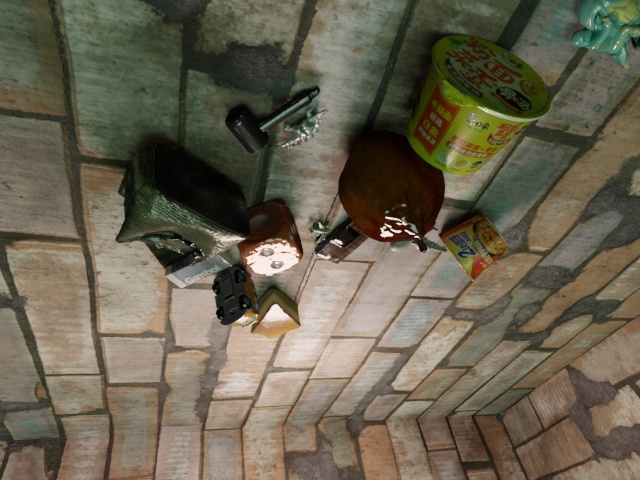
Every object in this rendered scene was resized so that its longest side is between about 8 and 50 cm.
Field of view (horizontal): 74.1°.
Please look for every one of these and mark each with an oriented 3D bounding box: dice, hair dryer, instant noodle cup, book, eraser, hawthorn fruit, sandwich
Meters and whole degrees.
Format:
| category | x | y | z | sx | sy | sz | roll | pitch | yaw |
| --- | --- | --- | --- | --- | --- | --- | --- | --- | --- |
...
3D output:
| category | x | y | z | sx | sy | sz | roll | pitch | yaw |
| --- | --- | --- | --- | --- | --- | --- | --- | --- | --- |
| dice | -0.160 | -0.002 | 1.341 | 0.175 | 0.173 | 0.179 | -18 | 137 | 4 |
| hair dryer | -0.115 | -0.328 | 1.081 | 0.248 | 0.070 | 0.114 | -29 | 136 | 13 |
| instant noodle cup | 0.361 | -0.320 | 1.049 | 0.312 | 0.311 | 0.221 | 3 | 145 | -17 |
| book | -0.470 | 0.054 | 1.439 | 0.161 | 0.024 | 0.228 | -14 | 138 | 3 |
| instant noodle cup | 0.553 | 0.013 | 1.518 | 0.174 | 0.213 | 0.213 | -37 | 133 | 14 |
| eraser | -0.411 | 0.088 | 1.434 | 0.213 | 0.046 | 0.092 | -25 | 137 | 13 |
| hawthorn fruit | 0.193 | -0.138 | 1.182 | 0.309 | 0.324 | 0.307 | 8 | 126 | 12 |
| sandwich | -0.207 | 0.295 | 1.701 | 0.186 | 0.108 | 0.220 | -23 | 139 | 11 |

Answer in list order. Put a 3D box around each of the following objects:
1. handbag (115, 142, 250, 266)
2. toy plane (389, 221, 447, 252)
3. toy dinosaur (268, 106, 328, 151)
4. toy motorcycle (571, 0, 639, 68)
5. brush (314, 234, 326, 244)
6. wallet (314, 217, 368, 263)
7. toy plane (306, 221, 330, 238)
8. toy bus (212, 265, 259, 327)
| category | x | y | z | sx | sy | sz | roll | pitch | yaw |
| --- | --- | --- | --- | --- | --- | --- | --- | --- | --- |
| handbag | -0.379 | -0.080 | 1.150 | 0.240 | 0.247 | 0.341 | -36 | 139 | 26 |
| toy plane | 0.289 | -0.033 | 1.353 | 0.255 | 0.251 | 0.101 | -32 | 153 | -50 |
| toy dinosaur | -0.057 | -0.291 | 1.143 | 0.209 | 0.039 | 0.082 | -26 | 157 | 28 |
| toy motorcycle | 0.723 | -0.532 | 1.025 | 0.297 | 0.109 | 0.198 | 23 | 130 | -31 |
| brush | 0.000 | 0.000 | 1.479 | 0.017 | 0.013 | 0.083 | -9 | 163 | -26 |
| wallet | 0.095 | -0.006 | 1.496 | 0.125 | 0.042 | 0.230 | 24 | 129 | -36 |
| toy plane | -0.006 | -0.037 | 1.445 | 0.083 | 0.033 | 0.080 | 0 | 136 | -24 |
| toy bus | -0.295 | 0.212 | 1.524 | 0.126 | 0.209 | 0.136 | -28 | 146 | 15 |
